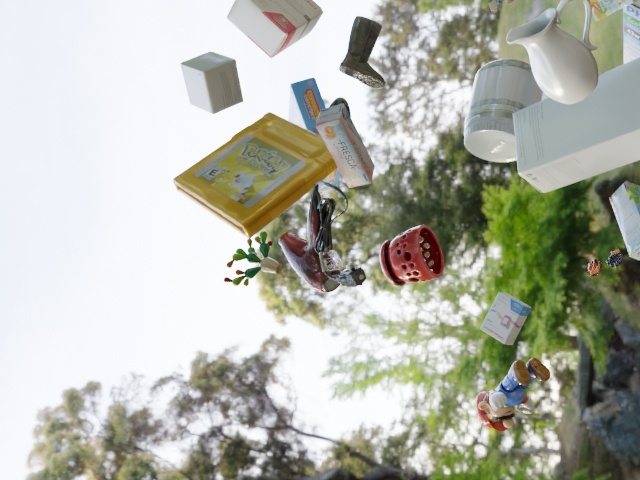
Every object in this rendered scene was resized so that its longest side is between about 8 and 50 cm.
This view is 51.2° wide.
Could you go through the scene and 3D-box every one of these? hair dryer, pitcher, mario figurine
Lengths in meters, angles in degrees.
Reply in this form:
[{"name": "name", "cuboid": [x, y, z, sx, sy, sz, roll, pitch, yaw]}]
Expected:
[{"name": "hair dryer", "cuboid": [0.000, 0.000, 1.417, 0.080, 0.293, 0.224, -11, -92, -33]}, {"name": "pitcher", "cuboid": [0.534, -0.412, 1.447, 0.207, 0.178, 0.125, 43, -149, -24]}, {"name": "mario figurine", "cuboid": [0.629, 0.529, 2.175, 0.170, 0.198, 0.320, -68, 0, -47]}]

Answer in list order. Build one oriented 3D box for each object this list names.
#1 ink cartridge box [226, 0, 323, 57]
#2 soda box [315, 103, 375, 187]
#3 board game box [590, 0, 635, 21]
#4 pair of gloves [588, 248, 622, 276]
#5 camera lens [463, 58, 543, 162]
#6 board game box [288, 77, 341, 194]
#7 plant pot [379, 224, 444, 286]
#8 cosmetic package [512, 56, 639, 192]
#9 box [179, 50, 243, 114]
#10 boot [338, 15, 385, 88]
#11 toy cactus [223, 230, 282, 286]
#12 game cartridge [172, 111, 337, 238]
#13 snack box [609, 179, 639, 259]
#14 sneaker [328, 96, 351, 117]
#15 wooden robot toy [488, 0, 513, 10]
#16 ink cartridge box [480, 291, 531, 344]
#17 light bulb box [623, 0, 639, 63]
[{"name": "ink cartridge box", "cuboid": [-0.145, -0.755, 2.233, 0.207, 0.117, 0.283, 42, -139, -1]}, {"name": "soda box", "cuboid": [0.057, -0.203, 1.448, 0.183, 0.058, 0.063, 59, -149, -38]}, {"name": "board game box", "cuboid": [0.676, -0.617, 1.591, 0.026, 0.103, 0.154, -30, -84, -32]}, {"name": "pair of gloves", "cuboid": [0.674, 0.054, 1.582, 0.010, 0.083, 0.074, 54, -150, -15]}, {"name": "camera lens", "cuboid": [0.579, -0.414, 2.112, 0.219, 0.219, 0.274, 47, -125, -56]}, {"name": "board game box", "cuboid": [-0.020, -0.343, 2.268, 0.302, 0.086, 0.308, 109, 143, -76]}, {"name": "plant pot", "cuboid": [0.311, 0.058, 2.319, 0.191, 0.174, 0.191, 31, -130, -47]}, {"name": "cosmetic package", "cuboid": [0.728, -0.301, 1.794, 0.156, 0.385, 0.217, 26, -122, -40]}, {"name": "box", "cuboid": [-0.238, -0.347, 1.466, 0.087, 0.102, 0.101, -32, -49, -30]}, {"name": "boot", "cuboid": [0.171, -0.654, 2.320, 0.076, 0.189, 0.208, -29, 38, 67]}, {"name": "toy cactus", "cuboid": [-0.213, 0.076, 2.256, 0.219, 0.180, 0.112, -55, -30, -28]}, {"name": "game cartridge", "cuboid": [-0.146, -0.170, 1.591, 0.323, 0.285, 0.053, -42, -39, -23]}, {"name": "snack box", "cuboid": [0.779, -0.026, 1.538, 0.207, 0.174, 0.070, -82, 15, -48]}, {"name": "sneaker", "cuboid": [0.066, -0.424, 2.534, 0.106, 0.101, 0.267, -75, -9, -55]}, {"name": "wooden robot toy", "cuboid": [0.576, -0.778, 2.031, 0.076, 0.173, 0.079, -16, -99, -25]}, {"name": "ink cartridge box", "cuboid": [0.518, 0.219, 1.869, 0.052, 0.088, 0.122, 11, -74, -46]}, {"name": "light bulb box", "cuboid": [1.033, -0.559, 1.791, 0.225, 0.358, 0.361, -50, -28, 6]}]
